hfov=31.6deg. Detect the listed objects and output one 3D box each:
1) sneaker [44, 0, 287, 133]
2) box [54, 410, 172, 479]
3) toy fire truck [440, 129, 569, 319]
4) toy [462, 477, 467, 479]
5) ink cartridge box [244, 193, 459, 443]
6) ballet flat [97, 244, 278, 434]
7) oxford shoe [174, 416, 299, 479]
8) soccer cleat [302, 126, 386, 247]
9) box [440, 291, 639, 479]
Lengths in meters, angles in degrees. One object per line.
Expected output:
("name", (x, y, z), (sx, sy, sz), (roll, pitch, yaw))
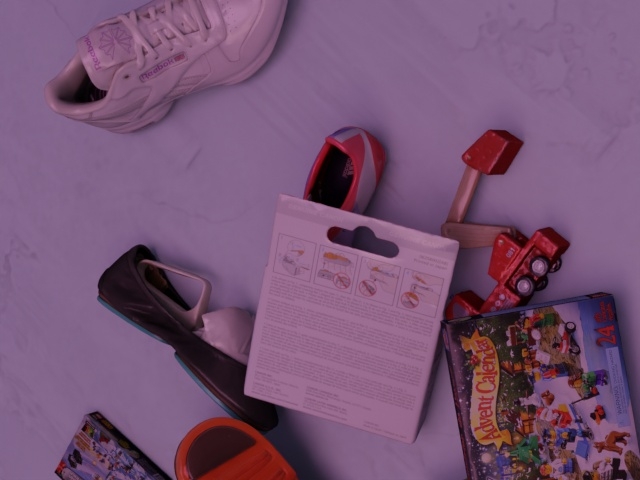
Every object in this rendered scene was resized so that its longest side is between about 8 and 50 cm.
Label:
("sneaker", (-0.167, -0.205, 1.223), (0.305, 0.152, 0.114), (-31, 77, 25))
("box", (-0.252, 0.286, 1.373), (0.137, 0.027, 0.094), (38, 108, 21))
("toy fire truck", (0.167, 0.002, 1.117), (0.135, 0.047, 0.192), (40, 111, 20))
("toy", (0.195, 0.338, 1.112), (0.136, 0.056, 0.237), (-28, 84, 6))
("ink cartridge box", (0.033, 0.075, 1.140), (0.189, 0.066, 0.232), (15, 110, 11))
("ballet flat", (-0.139, 0.098, 1.266), (0.280, 0.095, 0.096), (36, 97, 21))
("oxford shoe", (-0.020, 0.341, 1.220), (0.130, 0.133, 0.364), (-37, 87, -19))
("soccer cleat", (0.000, 0.000, 1.179), (0.083, 0.095, 0.248), (25, 104, 25))
("box", (0.211, 0.176, 1.062), (0.159, 0.044, 0.233), (-10, 91, -2))
